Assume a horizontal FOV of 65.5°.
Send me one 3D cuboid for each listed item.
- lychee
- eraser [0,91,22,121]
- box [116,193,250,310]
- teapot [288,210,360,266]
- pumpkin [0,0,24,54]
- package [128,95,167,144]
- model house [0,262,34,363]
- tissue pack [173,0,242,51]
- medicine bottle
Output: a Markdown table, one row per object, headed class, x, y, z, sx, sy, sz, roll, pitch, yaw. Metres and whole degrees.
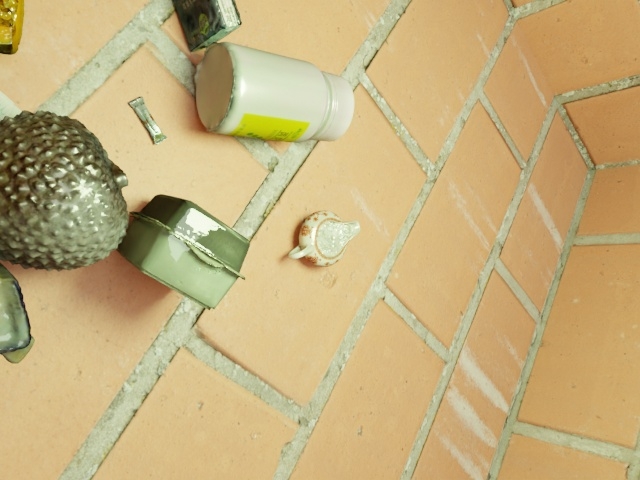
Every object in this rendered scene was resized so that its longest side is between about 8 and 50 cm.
| class | x | y | z | sx | sy | sz | roll | pitch | yaw |
| --- | --- | --- | --- | --- | --- | --- | --- | --- | --- |
| lychee | -0.492 | -0.077 | 0.898 | 0.299 | 0.300 | 0.300 | 2 | 87 | -40 |
| eraser | -0.614 | -0.243 | 0.855 | 0.052 | 0.225 | 0.096 | 14 | 75 | 6 |
| box | -0.294 | 0.016 | 1.059 | 0.220 | 0.290 | 0.166 | 37 | 78 | -32 |
| teapot | 0.000 | 0.000 | 1.421 | 0.245 | 0.116 | 0.159 | -37 | 124 | -37 |
| pumpkin | -0.612 | -0.469 | 0.904 | 0.130 | 0.126 | 0.248 | 8 | 92 | -24 |
| package | -0.399 | -0.278 | 1.155 | 0.037 | 0.015 | 0.110 | -39 | 111 | -28 |
| model house | -0.625 | 0.146 | 0.776 | 0.284 | 0.243 | 0.299 | 45 | 68 | -34 |
| tissue pack | -0.283 | -0.587 | 1.162 | 0.073 | 0.173 | 0.236 | -28 | 107 | -38 |
| medicine bottle | -0.111 | -0.363 | 1.271 | 0.378 | 0.213 | 0.214 | -3 | 90 | -39 |
